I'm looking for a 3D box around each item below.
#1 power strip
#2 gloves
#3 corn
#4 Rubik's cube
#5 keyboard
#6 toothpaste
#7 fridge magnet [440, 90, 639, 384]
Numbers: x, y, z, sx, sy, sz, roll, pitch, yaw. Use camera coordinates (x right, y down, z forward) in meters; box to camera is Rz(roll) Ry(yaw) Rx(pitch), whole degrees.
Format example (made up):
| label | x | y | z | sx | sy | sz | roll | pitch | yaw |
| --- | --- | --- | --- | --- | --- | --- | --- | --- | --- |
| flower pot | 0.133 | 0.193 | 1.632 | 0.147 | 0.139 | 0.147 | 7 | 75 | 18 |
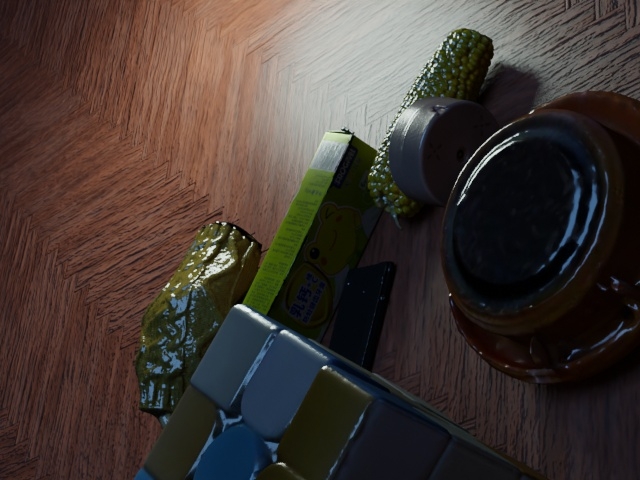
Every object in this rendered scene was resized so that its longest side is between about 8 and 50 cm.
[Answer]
| label | x | y | z | sx | sy | sz | roll | pitch | yaw |
| --- | --- | --- | --- | --- | --- | --- | --- | --- | --- |
| power strip | 0.172 | -0.118 | 1.948 | 0.078 | 0.154 | 0.154 | 16 | 77 | 53 |
| gloves | -0.196 | 0.138 | 2.223 | 0.203 | 0.155 | 0.356 | -23 | 50 | 48 |
| corn | 0.152 | -0.165 | 2.056 | 0.101 | 0.101 | 0.310 | 13 | 76 | 56 |
| Rubik's cube | 0.015 | 0.324 | 1.614 | 0.346 | 0.347 | 0.344 | -59 | 34 | -2 |
| keyboard | 0.039 | 0.173 | 2.005 | 0.101 | 0.018 | 0.309 | -16 | 52 | 49 |
| toothpaste | 0.000 | 0.000 | 2.114 | 0.077 | 0.110 | 0.327 | 13 | 75 | 54 |
| fridge magnet | 0.281 | -0.010 | 1.693 | 0.363 | 0.155 | 0.363 | -25 | 55 | 42 |
